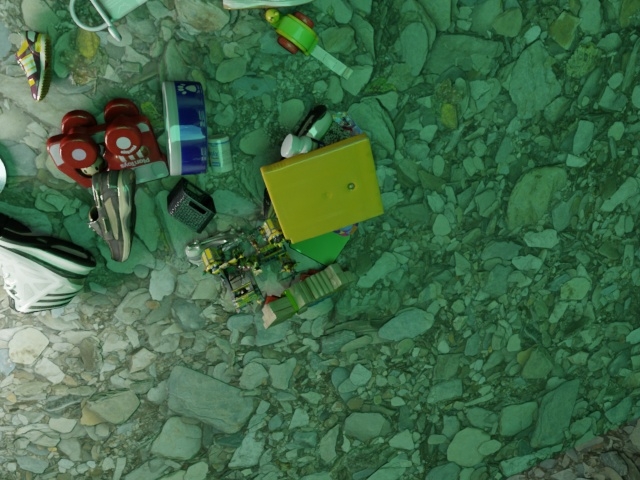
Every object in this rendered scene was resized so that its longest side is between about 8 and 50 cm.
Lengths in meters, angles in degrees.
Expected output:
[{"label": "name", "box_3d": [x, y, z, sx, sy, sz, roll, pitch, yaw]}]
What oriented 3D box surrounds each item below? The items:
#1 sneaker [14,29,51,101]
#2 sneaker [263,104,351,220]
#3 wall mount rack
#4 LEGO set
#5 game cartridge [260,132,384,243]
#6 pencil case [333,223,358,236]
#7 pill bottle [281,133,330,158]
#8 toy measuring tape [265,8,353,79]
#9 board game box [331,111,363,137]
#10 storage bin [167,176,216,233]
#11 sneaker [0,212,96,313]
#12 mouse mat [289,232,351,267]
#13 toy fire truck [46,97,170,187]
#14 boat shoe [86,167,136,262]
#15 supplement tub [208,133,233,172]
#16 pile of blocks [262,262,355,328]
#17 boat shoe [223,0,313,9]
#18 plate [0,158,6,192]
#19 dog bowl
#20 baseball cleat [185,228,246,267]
[{"label": "sneaker", "box_3d": [-0.793, -0.479, 1.584, 0.083, 0.069, 0.186, 9, 104, -10]}, {"label": "sneaker", "box_3d": [-0.039, -0.217, 1.846, 0.182, 0.158, 0.411, 30, 103, -20]}, {"label": "wall mount rack", "box_3d": [-0.542, -0.717, 1.513, 0.350, 0.130, 0.304, -35, 117, 0]}, {"label": "LEGO set", "box_3d": [-0.207, 0.097, 1.871, 0.331, 0.192, 0.255, -23, 153, -11]}, {"label": "game cartridge", "box_3d": [0.013, -0.148, 1.721, 0.323, 0.053, 0.286, -18, 130, -1]}, {"label": "pencil case", "box_3d": [0.038, -0.088, 1.908, 0.104, 0.104, 0.236, -48, 147, 7]}, {"label": "pill bottle", "box_3d": [-0.028, -0.256, 1.714, 0.169, 0.094, 0.094, 17, 107, -28]}, {"label": "toy measuring tape", "box_3d": [-0.024, -0.583, 1.725, 0.330, 0.121, 0.121, 31, 101, -25]}, {"label": "board game box", "box_3d": [0.074, -0.336, 1.901, 0.133, 0.033, 0.169, -40, 116, 3]}, {"label": "storage bin", "box_3d": [-0.400, -0.110, 1.781, 0.122, 0.180, 0.084, 36, 100, -25]}, {"label": "sneaker", "box_3d": [-0.937, 0.083, 1.718, 0.447, 0.169, 0.258, 27, 101, -26]}, {"label": "mouse mat", "box_3d": [0.000, 0.000, 2.037, 0.189, 0.007, 0.153, 28, 102, -25]}, {"label": "toy fire truck", "box_3d": [-0.616, -0.250, 1.685, 0.301, 0.169, 0.254, -17, 134, -7]}, {"label": "boat shoe", "box_3d": [-0.626, -0.078, 1.729, 0.130, 0.132, 0.356, 7, 132, -13]}, {"label": "supplement tub", "box_3d": [-0.313, -0.273, 1.798, 0.070, 0.071, 0.107, -10, 113, -11]}, {"label": "pile of blocks", "box_3d": [-0.059, 0.181, 2.058, 0.361, 0.149, 0.113, -26, 74, -14]}, {"label": "boat shoe", "box_3d": [-0.143, -0.717, 1.643, 0.276, 0.098, 0.096, -8, 115, -11]}, {"label": "plate", "box_3d": [-1.008, -0.197, 1.661, 0.188, 0.024, 0.188, -6, 113, -14]}, {"label": "dog bowl", "box_3d": [-0.389, -0.320, 1.648, 0.104, 0.265, 0.265, -5, 114, -17]}, {"label": "baseball cleat", "box_3d": [-0.345, 0.029, 1.928, 0.205, 0.072, 0.110, -12, 131, -8]}]
